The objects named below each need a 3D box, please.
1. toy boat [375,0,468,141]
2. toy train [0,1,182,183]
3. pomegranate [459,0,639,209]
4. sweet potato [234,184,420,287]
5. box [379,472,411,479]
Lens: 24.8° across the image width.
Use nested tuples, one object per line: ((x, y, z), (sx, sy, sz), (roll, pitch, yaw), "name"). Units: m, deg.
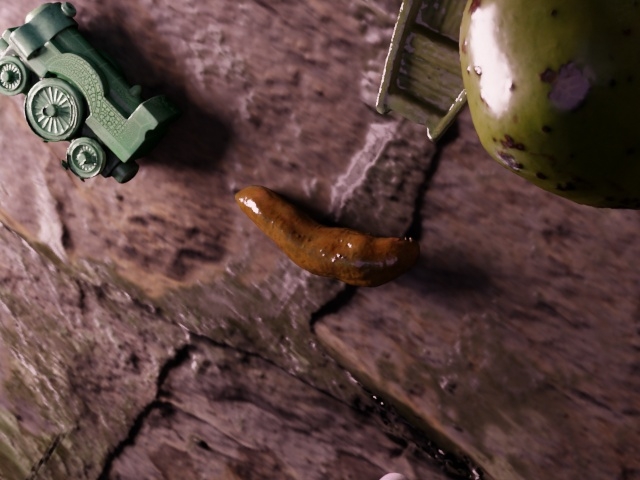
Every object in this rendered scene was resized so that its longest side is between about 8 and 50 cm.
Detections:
((0.125, -0.217, 1.109), (0.093, 0.055, 0.293), (30, 120, 17), "toy boat")
((-0.218, -0.135, 1.317), (0.178, 0.071, 0.104), (46, 115, 5), "toy train")
((0.190, -0.115, 1.047), (0.214, 0.214, 0.248), (56, 156, 0), "pomegranate")
((-0.002, 0.001, 1.260), (0.182, 0.053, 0.054), (22, 156, 23), "sweet potato")
((0.127, 0.347, 1.319), (0.285, 0.044, 0.142), (43, 118, 8), "box")
